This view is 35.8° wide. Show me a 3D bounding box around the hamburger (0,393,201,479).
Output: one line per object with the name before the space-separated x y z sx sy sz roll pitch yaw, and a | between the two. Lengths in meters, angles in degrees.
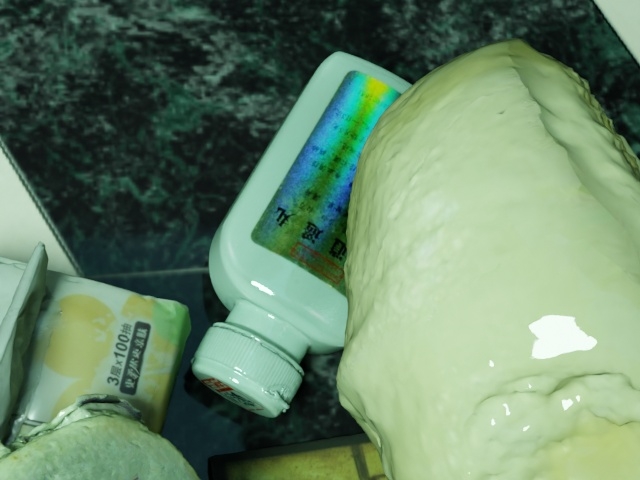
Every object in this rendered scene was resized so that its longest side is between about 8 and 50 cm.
hamburger | -0.116 0.147 0.469 0.140 0.062 0.133 -36 107 -37

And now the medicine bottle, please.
medicine bottle | 0.000 0.000 0.640 0.121 0.083 0.229 32 70 -8

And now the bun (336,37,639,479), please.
bun | 0.130 0.081 0.537 0.202 0.364 0.364 -31 80 21

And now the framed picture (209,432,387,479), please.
framed picture | 0.118 0.226 0.600 0.338 0.014 0.255 -5 59 -13

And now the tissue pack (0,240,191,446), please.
tissue pack | -0.170 0.125 0.538 0.159 0.145 0.230 15 73 -8
